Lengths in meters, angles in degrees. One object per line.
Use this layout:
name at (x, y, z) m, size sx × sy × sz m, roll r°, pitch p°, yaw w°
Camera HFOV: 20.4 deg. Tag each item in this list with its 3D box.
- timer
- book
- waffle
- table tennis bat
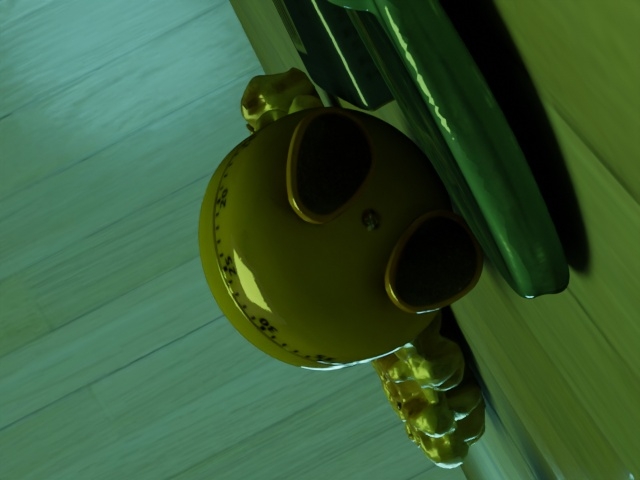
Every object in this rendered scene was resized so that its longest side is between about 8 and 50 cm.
timer at (0.000, 0.000, 0.721) m, size 0.109 × 0.107 × 0.107 m, roll -26°, pitch 91°, yaw 58°
book at (-0.044, -0.181, 0.720) m, size 0.269 × 0.025 × 0.191 m, roll 63°, pitch 178°, yaw -10°
waffle at (0.034, 0.020, 1.212) m, size 0.283 × 0.065 × 0.309 m, roll 60°, pitch 175°, yaw 27°
table tennis bat at (0.016, -0.062, 0.435) m, size 0.149 × 0.038 × 0.237 m, roll 63°, pitch -178°, yaw 19°
